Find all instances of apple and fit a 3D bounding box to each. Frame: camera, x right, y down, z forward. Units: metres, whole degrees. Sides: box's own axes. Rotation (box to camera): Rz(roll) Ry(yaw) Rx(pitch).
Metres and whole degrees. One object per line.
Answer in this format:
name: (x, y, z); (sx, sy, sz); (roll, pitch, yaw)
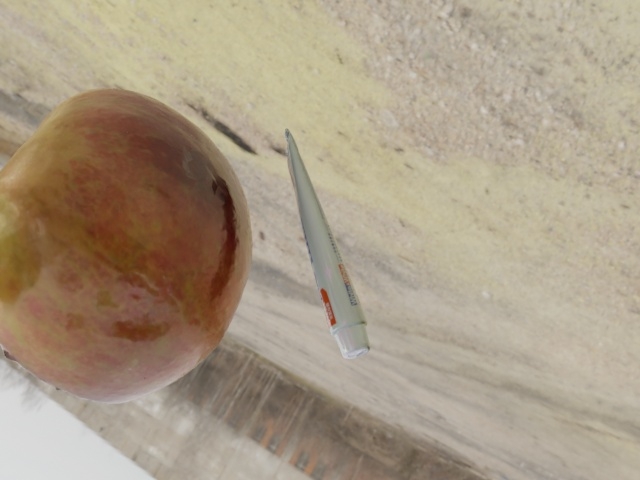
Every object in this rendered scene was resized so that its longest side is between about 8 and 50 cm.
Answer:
apple: (-0.149, -0.014, 0.626); (0.163, 0.293, 0.251); (-30, 116, 27)

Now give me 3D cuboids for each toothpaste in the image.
toothpaste: (0.000, 0.000, 0.628); (0.052, 0.033, 0.218); (93, 161, -64)
